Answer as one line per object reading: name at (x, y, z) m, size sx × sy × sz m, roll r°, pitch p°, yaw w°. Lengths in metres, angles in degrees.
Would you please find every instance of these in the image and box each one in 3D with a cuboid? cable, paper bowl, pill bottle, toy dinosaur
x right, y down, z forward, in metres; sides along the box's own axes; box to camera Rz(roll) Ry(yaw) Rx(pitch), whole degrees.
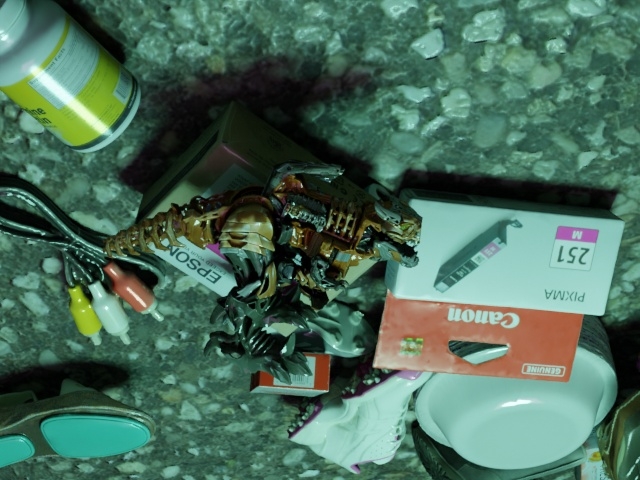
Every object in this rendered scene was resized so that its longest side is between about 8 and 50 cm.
cable at (-0.288, 0.022, 1.518) m, size 0.140 × 0.072 × 0.287 m, roll -23°, pitch 136°, yaw 13°
paper bowl at (0.269, 0.212, 1.739) m, size 0.284 × 0.148 × 0.284 m, roll -2°, pitch 141°, yaw -2°
pill bottle at (-0.274, -0.178, 1.259) m, size 0.103 × 0.103 × 0.184 m, roll -25°, pitch 135°, yaw 23°
toy dinosaur at (-0.057, 0.011, 1.341) m, size 0.322 × 0.164 × 0.218 m, roll 12°, pitch 118°, yaw 22°

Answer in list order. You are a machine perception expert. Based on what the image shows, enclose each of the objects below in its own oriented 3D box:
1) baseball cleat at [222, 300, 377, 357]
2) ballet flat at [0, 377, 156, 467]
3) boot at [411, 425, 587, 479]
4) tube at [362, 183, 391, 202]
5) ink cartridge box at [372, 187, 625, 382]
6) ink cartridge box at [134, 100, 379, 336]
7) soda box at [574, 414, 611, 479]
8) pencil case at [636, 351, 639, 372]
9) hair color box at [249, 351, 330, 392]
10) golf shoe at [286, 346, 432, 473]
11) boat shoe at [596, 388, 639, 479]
baseball cleat at (-0.030, 0.115, 1.669) m, size 0.206 × 0.072 × 0.109 m, roll 21°, pitch 150°, yaw -24°
ballet flat at (-0.384, 0.248, 1.748) m, size 0.316 × 0.106 × 0.107 m, roll -8°, pitch 133°, yaw 3°
boot at (0.266, 0.310, 1.890) m, size 0.209 × 0.189 × 0.076 m, roll -26°, pitch 133°, yaw -16°
tube at (0.000, 0.000, 1.539) m, size 0.207 × 0.052 × 0.080 m, roll -31°, pitch 117°, yaw 31°
ink cartridge box at (0.215, 0.067, 1.545) m, size 0.275 × 0.060 × 0.238 m, roll 5°, pitch 106°, yaw -12°
ink cartridge box at (-0.068, -0.019, 1.441) m, size 0.235 × 0.088 × 0.193 m, roll 33°, pitch 127°, yaw -19°
soda box at (0.437, 0.348, 1.981) m, size 0.063 × 0.058 × 0.183 m, roll -9°, pitch 140°, yaw 4°
pencil case at (0.533, 0.235, 1.772) m, size 0.104 × 0.104 × 0.236 m, roll -24°, pitch 112°, yaw 21°
hair color box at (-0.043, 0.179, 1.679) m, size 0.093 × 0.053 × 0.167 m, roll 5°, pitch 169°, yaw -7°
golf shoe at (0.081, 0.230, 1.728) m, size 0.140 × 0.115 × 0.306 m, roll 41°, pitch 140°, yaw -7°
boat shoe at (0.445, 0.299, 1.788) m, size 0.123 × 0.120 × 0.324 m, roll -36°, pitch 143°, yaw -9°
